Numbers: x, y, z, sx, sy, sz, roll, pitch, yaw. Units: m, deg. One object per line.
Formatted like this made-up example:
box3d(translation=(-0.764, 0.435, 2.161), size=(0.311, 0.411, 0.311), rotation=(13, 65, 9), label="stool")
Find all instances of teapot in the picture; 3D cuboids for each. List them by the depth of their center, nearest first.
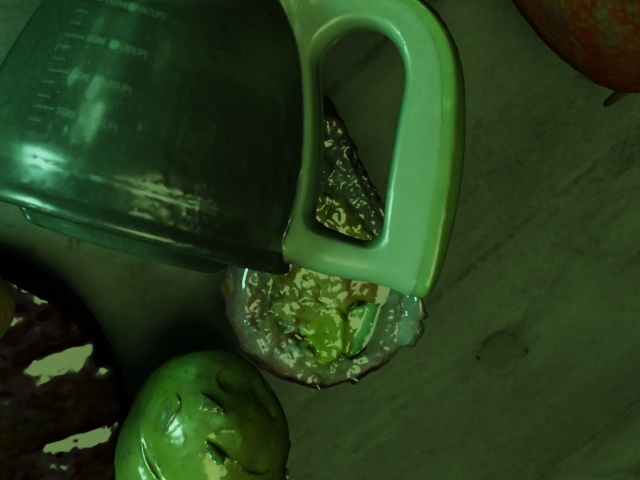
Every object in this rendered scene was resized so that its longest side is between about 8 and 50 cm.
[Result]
box3d(translation=(-0.077, -0.098, 0.769), size=(0.239, 0.321, 0.239), rotation=(15, 91, -52), label="teapot")

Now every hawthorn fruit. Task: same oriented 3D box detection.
box3d(translation=(0.247, -0.204, 0.862), size=(0.210, 0.210, 0.262), rotation=(-24, 140, -2), label="hawthorn fruit")

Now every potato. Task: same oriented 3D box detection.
box3d(translation=(-0.099, 0.201, 0.953), size=(0.143, 0.169, 0.248), rotation=(18, 124, 13), label="potato")

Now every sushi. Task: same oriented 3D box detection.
box3d(translation=(-0.017, 0.010, 0.943), size=(0.161, 0.107, 0.241), rotation=(-25, 113, -1), label="sushi")

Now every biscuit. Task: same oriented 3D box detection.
box3d(translation=(-0.363, 0.171, 0.943), size=(0.407, 0.091, 0.407), rotation=(-7, 117, -15), label="biscuit")

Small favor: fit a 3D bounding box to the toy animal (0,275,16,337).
box3d(translation=(-0.317, 0.060, 0.810), size=(0.188, 0.089, 0.179), rotation=(-16, 103, -11), label="toy animal")
